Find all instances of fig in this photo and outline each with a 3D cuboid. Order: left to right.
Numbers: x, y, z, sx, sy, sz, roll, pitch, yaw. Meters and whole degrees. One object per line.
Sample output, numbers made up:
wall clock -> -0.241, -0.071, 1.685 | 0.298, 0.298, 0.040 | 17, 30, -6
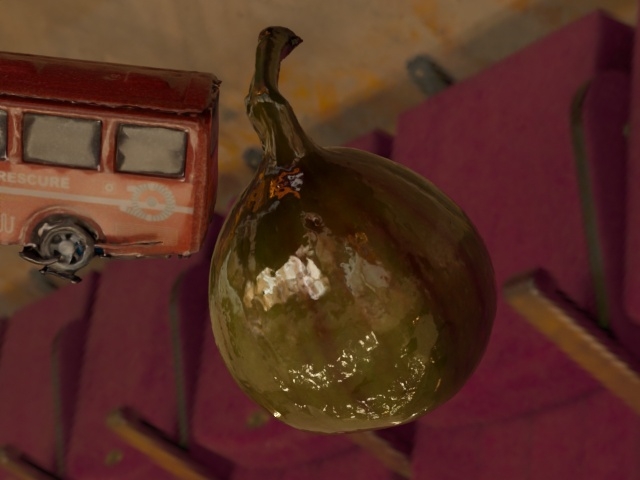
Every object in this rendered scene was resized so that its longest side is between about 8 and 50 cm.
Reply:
fig -> 0.013, 0.005, 0.754 | 0.142, 0.148, 0.186 | 7, 129, 37

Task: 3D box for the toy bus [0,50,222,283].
toy bus -> -0.163, -0.044, 0.682 | 0.235, 0.073, 0.096 | 8, 116, -2
